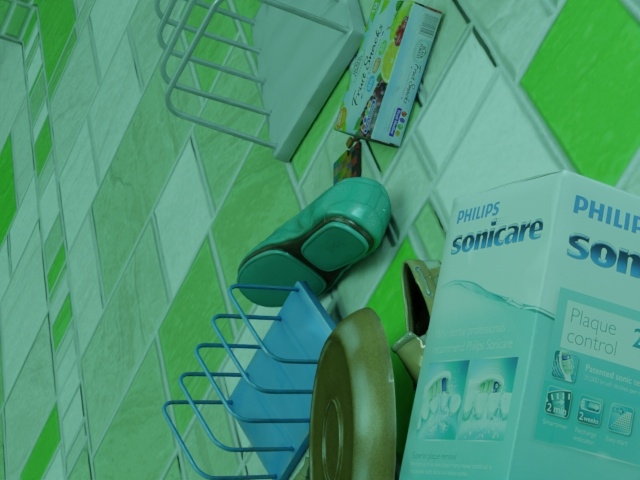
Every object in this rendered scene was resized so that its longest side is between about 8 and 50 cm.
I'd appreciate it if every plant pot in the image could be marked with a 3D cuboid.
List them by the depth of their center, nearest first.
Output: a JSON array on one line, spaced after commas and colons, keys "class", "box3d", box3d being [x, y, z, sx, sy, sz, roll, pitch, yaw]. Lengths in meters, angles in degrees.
[{"class": "plant pot", "box3d": [0.022, 0.174, 1.357, 0.236, 0.032, 0.236, -177, 90, -79]}]

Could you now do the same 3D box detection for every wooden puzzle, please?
[{"class": "wooden puzzle", "box3d": [0.027, -0.072, 1.635, 0.049, 0.006, 0.083, -44, 36, 48]}]

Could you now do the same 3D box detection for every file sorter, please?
[{"class": "file sorter", "box3d": [-0.064, 0.139, 1.534, 0.118, 0.104, 0.170, 54, 126, 38]}, {"class": "file sorter", "box3d": [-0.085, -0.266, 1.810, 0.193, 0.173, 0.277, -57, 28, 33]}]

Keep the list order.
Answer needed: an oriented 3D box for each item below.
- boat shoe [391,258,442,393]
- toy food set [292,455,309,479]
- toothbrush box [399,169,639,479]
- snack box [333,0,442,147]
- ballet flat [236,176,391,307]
[{"class": "boat shoe", "box3d": [0.090, 0.097, 1.295, 0.068, 0.072, 0.190, -51, 32, 41]}, {"class": "toy food set", "box3d": [-0.021, 0.273, 1.495, 0.122, 0.019, 0.078, -63, 24, 4]}, {"class": "toothbrush box", "box3d": [0.169, 0.133, 0.918, 0.126, 0.216, 0.295, -15, 60, 62]}, {"class": "snack box", "box3d": [0.066, -0.169, 1.575, 0.100, 0.037, 0.141, 23, 95, 68]}, {"class": "ballet flat", "box3d": [0.000, 0.000, 1.578, 0.247, 0.083, 0.087, -32, 22, 56]}]
